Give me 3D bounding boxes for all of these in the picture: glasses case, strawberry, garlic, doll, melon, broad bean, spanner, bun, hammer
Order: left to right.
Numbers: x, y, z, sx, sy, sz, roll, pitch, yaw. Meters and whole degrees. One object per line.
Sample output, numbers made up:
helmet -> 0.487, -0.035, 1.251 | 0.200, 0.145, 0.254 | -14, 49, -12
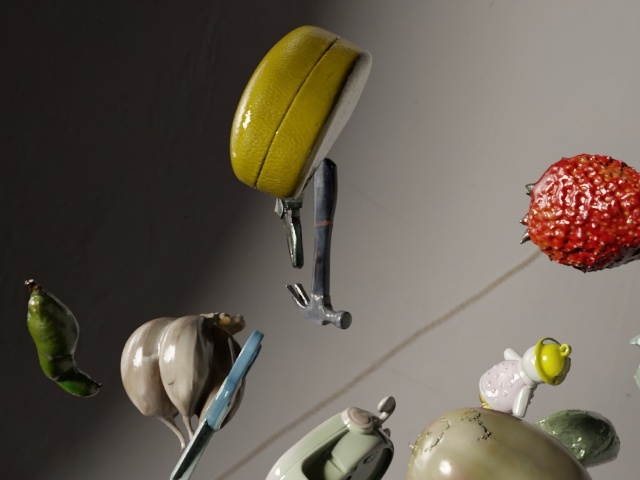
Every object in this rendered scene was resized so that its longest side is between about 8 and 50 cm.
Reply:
broad bean -> -0.335, 0.129, 1.230 | 0.070, 0.214, 0.048 | 1, 47, 13
garlic -> -0.267, 0.262, 1.946 | 0.210, 0.292, 0.237 | -14, 133, 35
spanner -> -0.063, -0.099, 1.825 | 0.040, 0.096, 0.325 | -1, 67, -19
glasses case -> -0.030, -0.212, 1.440 | 0.141, 0.371, 0.173 | 26, 124, 2
hammer -> 0.000, 0.000, 1.662 | 0.037, 0.137, 0.290 | -8, 103, -44
melon -> 0.276, 0.381, 1.474 | 0.316, 0.223, 0.223 | 30, 90, -5
doll -> 0.325, 0.219, 1.545 | 0.081, 0.129, 0.207 | 23, 135, -24
bun -> 0.429, 0.361, 1.726 | 0.221, 0.221, 0.108 | -12, 74, -1
strawberry -> 0.284, -0.019, 0.967 | 0.131, 0.131, 0.148 | -50, 52, 0

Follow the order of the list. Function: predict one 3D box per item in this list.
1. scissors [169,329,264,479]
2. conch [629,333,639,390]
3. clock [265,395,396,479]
scissors -> -0.149, 0.247, 1.411 | 0.030, 0.125, 0.256 | 29, 84, 3
conch -> 0.305, 0.085, 0.683 | 0.102, 0.153, 0.135 | 10, 62, -16
clock -> 0.020, 0.257, 1.087 | 0.191, 0.152, 0.062 | -33, 58, -29
